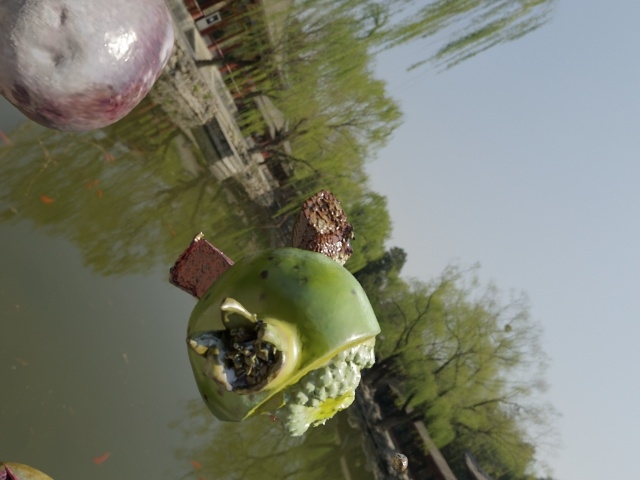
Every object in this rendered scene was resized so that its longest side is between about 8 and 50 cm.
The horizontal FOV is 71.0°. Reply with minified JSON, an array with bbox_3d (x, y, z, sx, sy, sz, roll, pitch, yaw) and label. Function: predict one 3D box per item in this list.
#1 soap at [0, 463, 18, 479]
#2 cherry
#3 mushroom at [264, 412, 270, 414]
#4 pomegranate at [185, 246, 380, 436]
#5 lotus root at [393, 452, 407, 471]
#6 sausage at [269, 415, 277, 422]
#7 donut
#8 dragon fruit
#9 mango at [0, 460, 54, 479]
[{"bbox_3d":[-0.545,0.486,0.656,0.289,0.182,0.112,-79,-174,-48],"label":"soap"},{"bbox_3d":[-0.294,-0.227,0.530,0.213,0.266,0.183,35,-20,45],"label":"cherry"},{"bbox_3d":[-0.131,0.267,1.172,0.362,0.294,0.362,26,53,-40],"label":"mushroom"},{"bbox_3d":[-0.057,0.127,0.583,0.260,0.260,0.341,62,1,18],"label":"pomegranate"},{"bbox_3d":[0.214,0.593,1.194,0.083,0.030,0.037,83,13,-74],"label":"lotus root"},{"bbox_3d":[-0.121,0.499,1.363,0.036,0.042,0.158,22,18,4],"label":"sausage"},{"bbox_3d":[-0.006,0.005,1.001,0.144,0.126,0.187,45,-48,19],"label":"donut"},{"bbox_3d":[-0.179,0.067,0.778,0.147,0.102,0.096,32,-3,37],"label":"dragon fruit"},{"bbox_3d":[-0.675,0.590,0.966,0.193,0.316,0.146,-65,167,-52],"label":"mango"}]
